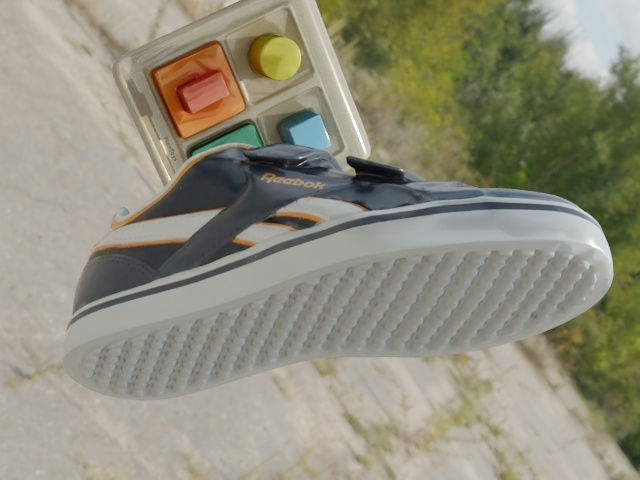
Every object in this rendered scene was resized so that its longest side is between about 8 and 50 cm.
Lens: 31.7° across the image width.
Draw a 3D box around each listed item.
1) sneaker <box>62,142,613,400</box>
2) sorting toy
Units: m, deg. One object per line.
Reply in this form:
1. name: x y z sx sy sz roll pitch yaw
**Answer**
1. sneaker: 0.000 0.000 0.655 0.126 0.321 0.127 60 25 -51
2. sorting toy: -0.058 -0.111 0.969 0.047 0.196 0.347 25 -38 62
